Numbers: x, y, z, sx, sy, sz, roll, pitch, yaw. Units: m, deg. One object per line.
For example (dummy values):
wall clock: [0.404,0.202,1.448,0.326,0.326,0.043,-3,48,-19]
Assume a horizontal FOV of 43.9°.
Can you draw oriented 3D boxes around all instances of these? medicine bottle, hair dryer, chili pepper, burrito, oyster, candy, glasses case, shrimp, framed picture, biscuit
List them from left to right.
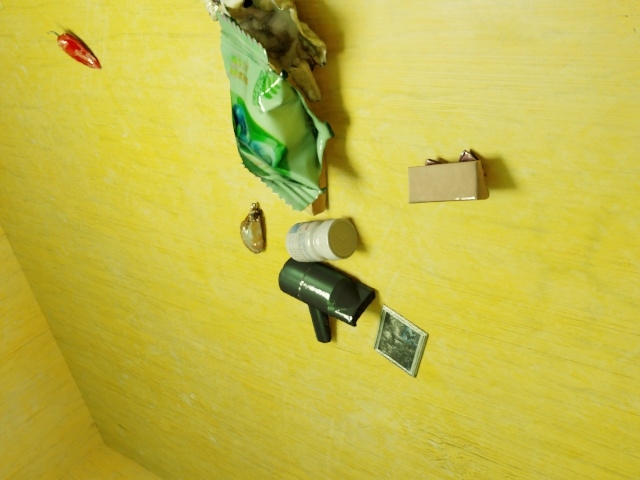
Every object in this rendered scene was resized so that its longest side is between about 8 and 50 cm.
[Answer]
chili pepper: [-0.714,-0.560,2.319,0.191,0.050,0.059,37,140,0]
shrimp: [-0.191,-0.033,2.194,0.091,0.043,0.184,40,143,22]
candy: [-0.123,-0.287,1.739,0.263,0.172,0.398,31,151,43]
oyster: [-0.116,-0.483,1.708,0.354,0.107,0.201,33,161,6]
burrito: [-0.028,-0.336,1.706,0.041,0.055,0.149,-14,150,15]
biscuit: [-0.022,-0.149,1.907,0.056,0.052,0.188,35,139,39]
medicine bottle: [0.000,0.000,1.962,0.168,0.105,0.105,-4,116,49]
hair dryer: [0.030,0.193,2.109,0.244,0.116,0.302,27,148,31]
framed picture: [0.201,0.261,2.038,0.142,0.011,0.183,34,140,24]
glasses case: [0.265,-0.129,1.613,0.193,0.070,0.103,-1,91,50]
